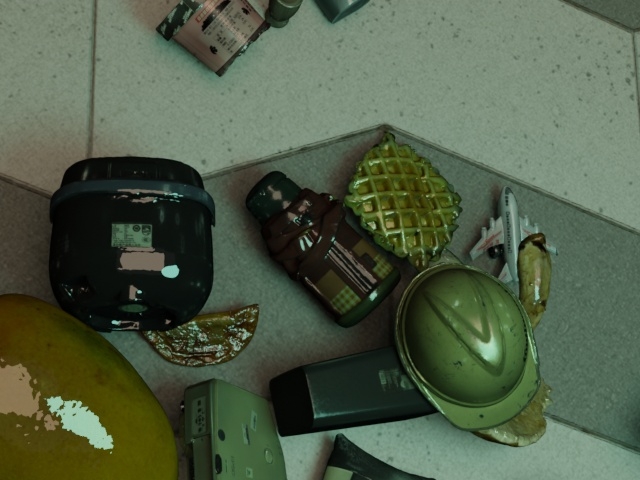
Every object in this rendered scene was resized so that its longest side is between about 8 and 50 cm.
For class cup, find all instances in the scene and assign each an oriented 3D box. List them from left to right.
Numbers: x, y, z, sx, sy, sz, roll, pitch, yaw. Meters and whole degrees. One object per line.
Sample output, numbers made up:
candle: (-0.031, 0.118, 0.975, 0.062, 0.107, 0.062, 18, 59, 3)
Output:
cup: (0.030, -0.457, 1.884, 0.095, 0.128, 0.129, -35, 91, -22)

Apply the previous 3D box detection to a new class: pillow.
pillow: (0.058, 0.441, 1.692, 0.186, 0.106, 0.250, 29, 67, -8)

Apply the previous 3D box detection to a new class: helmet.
helmet: (0.224, 0.147, 1.595, 0.204, 0.137, 0.257, -31, 85, -8)

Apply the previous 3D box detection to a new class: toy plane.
toy plane: (0.324, -0.007, 1.892, 0.162, 0.065, 0.171, -4, 76, -16)

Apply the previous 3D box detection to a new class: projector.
projector: (-0.126, 0.353, 1.627, 0.193, 0.088, 0.269, 33, 43, -52)

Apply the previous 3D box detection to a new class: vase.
vase: (-0.063, -0.394, 1.856, 0.053, 0.101, 0.053, 3, 78, -14)

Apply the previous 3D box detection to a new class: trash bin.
trash bin: (0.055, 0.228, 1.692, 0.225, 0.165, 0.115, -5, 77, -25)

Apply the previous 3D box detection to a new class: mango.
mango: (-0.384, 0.269, 1.549, 0.445, 0.232, 0.300, 45, 68, -8)

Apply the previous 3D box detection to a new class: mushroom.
mushroom: (0.271, 0.172, 1.727, 0.208, 0.301, 0.233, -9, 39, -4)

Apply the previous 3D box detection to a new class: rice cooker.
rice cooker: (-0.276, 0.011, 1.623, 0.267, 0.267, 0.224, 5, 68, -14)

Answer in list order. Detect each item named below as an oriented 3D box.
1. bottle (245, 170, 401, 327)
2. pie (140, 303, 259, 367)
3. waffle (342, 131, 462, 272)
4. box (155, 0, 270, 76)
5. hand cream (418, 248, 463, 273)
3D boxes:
bottle: (0.000, 0.000, 1.762, 0.271, 0.143, 0.156, 46, 36, 0)
pie: (-0.186, 0.154, 1.730, 0.191, 0.033, 0.088, -7, 91, -9)
waffle: (0.141, -0.066, 1.840, 0.208, 0.054, 0.214, 38, 52, -3)
box: (-0.169, -0.352, 1.796, 0.135, 0.151, 0.151, 42, 70, -11)
hand cream: (0.184, 0.071, 1.852, 0.061, 0.039, 0.143, 40, 66, -1)
